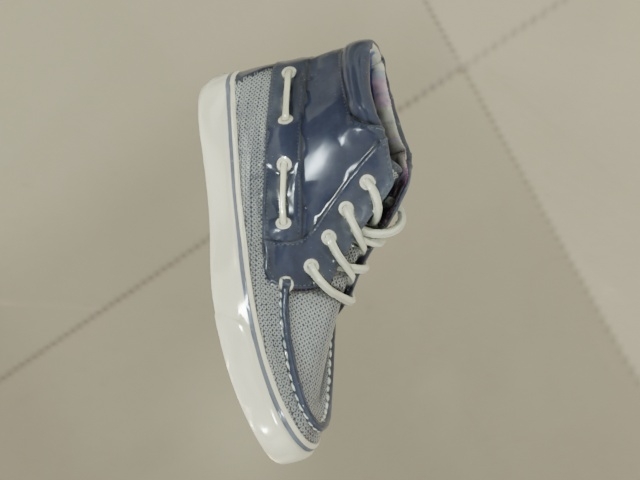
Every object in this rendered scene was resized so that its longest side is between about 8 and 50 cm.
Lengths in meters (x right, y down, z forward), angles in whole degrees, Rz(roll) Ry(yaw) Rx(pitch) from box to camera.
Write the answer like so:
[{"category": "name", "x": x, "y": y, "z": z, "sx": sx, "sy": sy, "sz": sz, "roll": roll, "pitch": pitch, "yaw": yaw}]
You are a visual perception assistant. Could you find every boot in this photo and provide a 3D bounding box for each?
[{"category": "boot", "x": 0.000, "y": 0.000, "z": 0.887, "sx": 0.086, "sy": 0.069, "sz": 0.190, "roll": -16, "pitch": 69, "yaw": 17}]
